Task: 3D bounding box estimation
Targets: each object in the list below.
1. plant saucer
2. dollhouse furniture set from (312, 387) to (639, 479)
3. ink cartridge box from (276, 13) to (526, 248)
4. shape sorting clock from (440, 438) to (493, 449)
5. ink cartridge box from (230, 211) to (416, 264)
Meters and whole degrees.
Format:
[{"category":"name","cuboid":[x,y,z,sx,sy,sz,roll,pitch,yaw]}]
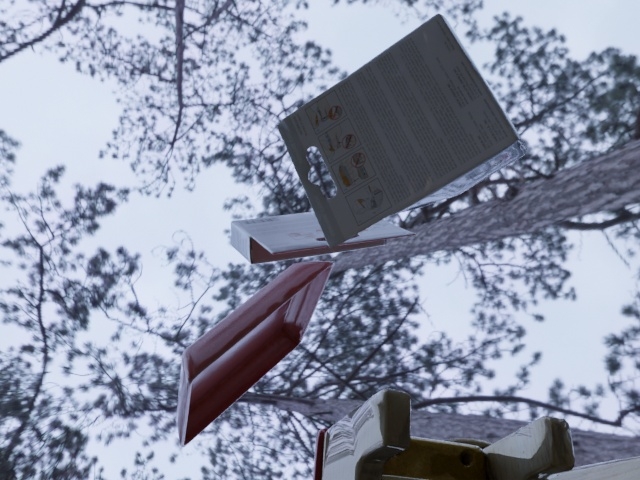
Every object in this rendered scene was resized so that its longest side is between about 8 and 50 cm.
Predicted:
[{"category":"plant saucer","cuboid":[-0.106,0.152,0.931,0.048,0.259,0.258,41,-124,16]},{"category":"dollhouse furniture set","cuboid":[0.162,0.222,0.346,0.374,0.152,0.201,14,-120,-17]},{"category":"ink cartridge box","cuboid":[0.084,-0.119,0.754,0.232,0.066,0.189,-33,-115,21]},{"category":"shape sorting clock","cuboid":[0.189,0.347,0.861,0.206,0.040,0.206,4,-69,10]},{"category":"ink cartridge box","cuboid":[0.000,0.000,1.211,0.275,0.239,0.060,-8,-72,-22]}]
